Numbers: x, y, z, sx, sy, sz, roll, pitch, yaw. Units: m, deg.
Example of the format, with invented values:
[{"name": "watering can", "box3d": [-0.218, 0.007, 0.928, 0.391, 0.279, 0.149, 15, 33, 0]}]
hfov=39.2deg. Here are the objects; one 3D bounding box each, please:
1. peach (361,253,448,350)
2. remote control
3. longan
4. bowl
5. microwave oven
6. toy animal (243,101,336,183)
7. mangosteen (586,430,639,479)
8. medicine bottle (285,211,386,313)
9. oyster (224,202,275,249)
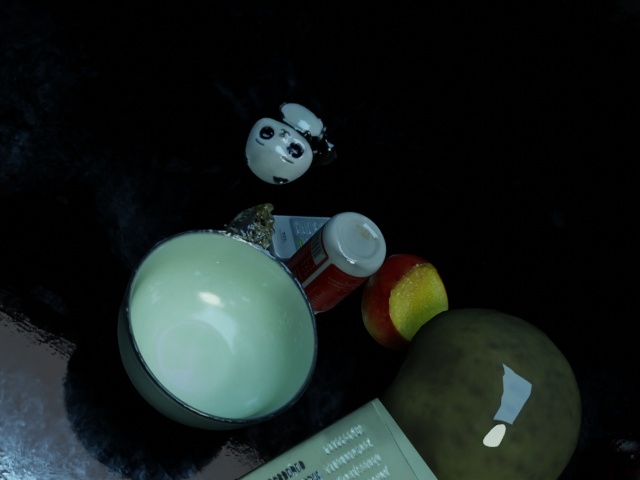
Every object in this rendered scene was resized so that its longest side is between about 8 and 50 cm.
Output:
[{"name": "peach", "box3d": [0.175, 0.126, 1.823, 0.190, 0.192, 0.190, 9, 57, -14]}, {"name": "remote control", "box3d": [0.000, 0.000, 1.892, 0.250, 0.034, 0.103, 3, 61, -32]}, {"name": "longan", "box3d": [0.293, 0.320, 1.679, 0.405, 0.336, 0.404, 4, 78, -21]}, {"name": "bowl", "box3d": [-0.197, 0.175, 1.553, 0.354, 0.185, 0.353, 16, 54, -24]}, {"name": "microwave oven", "box3d": [-0.037, 0.452, 1.343, 0.333, 0.394, 0.247, -23, 76, -40]}, {"name": "toy animal", "box3d": [-0.068, -0.196, 1.901, 0.166, 0.138, 0.179, 33, 42, 10]}, {"name": "mangosteen", "box3d": [0.657, 0.529, 1.893, 0.211, 0.211, 0.250, 20, 83, -22]}, {"name": "medicine bottle", "box3d": [0.013, 0.054, 1.720, 0.131, 0.250, 0.131, 16, 55, -24]}, {"name": "oyster", "box3d": [-0.141, -0.022, 1.792, 0.103, 0.051, 0.148, 26, 56, 0]}]
